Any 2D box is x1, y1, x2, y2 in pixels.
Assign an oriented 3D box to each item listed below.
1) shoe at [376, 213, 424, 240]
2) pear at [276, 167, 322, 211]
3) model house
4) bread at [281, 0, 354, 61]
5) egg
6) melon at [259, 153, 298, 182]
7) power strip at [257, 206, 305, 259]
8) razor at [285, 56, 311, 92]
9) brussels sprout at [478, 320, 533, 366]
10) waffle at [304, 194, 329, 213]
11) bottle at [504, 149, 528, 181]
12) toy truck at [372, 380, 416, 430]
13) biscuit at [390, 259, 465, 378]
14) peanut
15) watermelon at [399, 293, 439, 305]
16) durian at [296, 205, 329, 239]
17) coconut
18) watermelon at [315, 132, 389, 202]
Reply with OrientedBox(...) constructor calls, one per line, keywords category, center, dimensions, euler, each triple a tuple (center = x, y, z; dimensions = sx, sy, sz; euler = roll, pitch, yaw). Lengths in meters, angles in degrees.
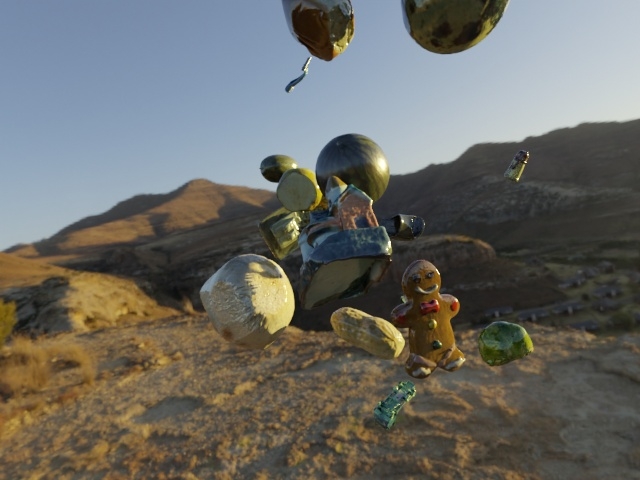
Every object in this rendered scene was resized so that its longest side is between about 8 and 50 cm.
OrientedBox(category="shoe", center=(0.324, -0.057, 2.086), dimensions=(0.240, 0.108, 0.093), euler=(-1, -18, 5))
OrientedBox(category="pear", center=(-0.062, -0.156, 1.504), dimensions=(0.140, 0.141, 0.104), euler=(-11, 11, 11))
OrientedBox(category="model house", center=(0.028, -0.020, 1.125), dimensions=(0.184, 0.291, 0.253), euler=(-5, -28, -11))
OrientedBox(category="bread", center=(-0.002, -0.796, 1.714), dimensions=(0.224, 0.279, 0.250), euler=(-36, -20, -14))
OrientedBox(category="egg", center=(0.459, -0.831, 1.622), dimensions=(0.428, 0.345, 0.345), euler=(-55, 1, 1))
OrientedBox(category="melon", center=(-0.167, -0.284, 1.940), dimensions=(0.167, 0.114, 0.114), euler=(-6, -2, -31))
OrientedBox(category="power strip", center=(-0.136, -0.044, 2.070), dimensions=(0.213, 0.198, 0.064), euler=(-38, 25, -17))
OrientedBox(category="razor", center=(-0.107, -0.761, 2.302), dimensions=(0.042, 0.082, 0.253), euler=(30, -23, -19))
OrientedBox(category="brussels sprout", center=(0.554, 0.303, 1.486), dimensions=(0.151, 0.122, 0.149), euler=(-17, -2, -4))
OrientedBox(category="waffle", center=(0.052, -0.144, 1.819), dimensions=(0.248, 0.253, 0.056), euler=(6, 43, 4))
OrientedBox(category="bottle", center=(0.634, -0.242, 1.580), dimensions=(0.047, 0.101, 0.063), euler=(20, 16, -4))
OrientedBox(category="toy truck", center=(0.241, 0.528, 1.579), dimensions=(0.067, 0.081, 0.175), euler=(28, 46, 32))
OrientedBox(category="biscuit", center=(0.396, 0.286, 1.792), dimensions=(0.282, 0.433, 0.064), euler=(-8, 3, -21))
OrientedBox(category="peanut", center=(0.183, 0.364, 1.963), dimensions=(0.312, 0.152, 0.152), euler=(24, 16, 21))
OrientedBox(category="watermelon", center=(0.450, 0.285, 2.085), dimensions=(0.207, 0.203, 0.136), euler=(11, 4, 27))
OrientedBox(category="durian", center=(0.000, 0.000, 1.849), dimensions=(0.166, 0.307, 0.172), euler=(-19, 39, -15))
OrientedBox(category="coconut", center=(-0.303, 0.266, 2.037), dimensions=(0.344, 0.416, 0.415), euler=(-7, -1, -34))
OrientedBox(category="watermelon", center=(0.086, -0.189, 1.349), dimensions=(0.212, 0.212, 0.212), euler=(-11, 1, 0))
